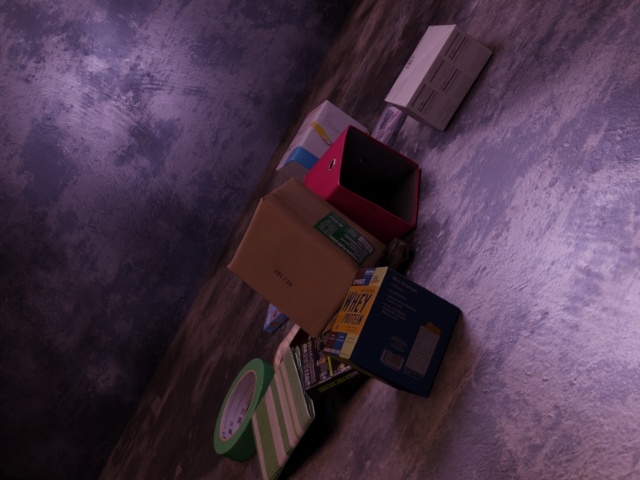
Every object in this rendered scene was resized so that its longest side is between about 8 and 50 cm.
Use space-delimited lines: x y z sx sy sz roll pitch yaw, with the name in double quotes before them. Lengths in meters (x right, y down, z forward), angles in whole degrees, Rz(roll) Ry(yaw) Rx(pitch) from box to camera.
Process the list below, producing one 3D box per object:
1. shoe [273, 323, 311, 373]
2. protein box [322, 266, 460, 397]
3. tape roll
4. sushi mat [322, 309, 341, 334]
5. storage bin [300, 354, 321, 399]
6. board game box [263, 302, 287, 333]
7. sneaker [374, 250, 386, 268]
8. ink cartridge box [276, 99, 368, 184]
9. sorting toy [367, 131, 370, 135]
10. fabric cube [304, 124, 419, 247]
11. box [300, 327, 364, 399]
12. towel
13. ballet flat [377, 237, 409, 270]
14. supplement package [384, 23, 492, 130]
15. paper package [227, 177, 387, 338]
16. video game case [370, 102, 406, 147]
"shoe" -0.078 0.319 1.953 0.219 0.076 0.058 -63 13 -12
"protein box" 0.149 0.189 1.339 0.201 0.200 0.136 -66 19 -14
"tape roll" -0.234 0.541 2.049 0.321 0.077 0.321 -52 20 27
"sushi mat" 0.040 0.197 1.904 0.151 0.019 0.316 -53 20 21
"storage bin" -0.032 0.375 1.741 0.135 0.098 0.091 8 81 71
"board game box" -0.128 0.218 2.290 0.211 0.039 0.160 -44 25 40
"sneaker" 0.158 0.054 1.764 0.118 0.042 0.067 -18 50 54
"ink cartridge box" 0.005 -0.337 2.363 0.270 0.197 0.198 -62 16 -15
"sorting toy" 0.073 -0.289 2.487 0.307 0.041 0.229 -26 39 60
"fabric cube" 0.101 -0.119 1.824 0.258 0.259 0.254 -43 27 45
"box" 0.041 0.292 1.611 0.184 0.045 0.191 -26 27 8
"towel" -0.103 0.474 1.696 0.325 0.038 0.248 -63 28 31
"ballet flat" 0.160 0.106 1.679 0.250 0.058 0.084 -60 10 18
"supplement package" 0.343 -0.482 1.885 0.262 0.145 0.204 -58 19 9
"paper package" -0.044 0.046 1.694 0.168 0.325 0.309 -43 -11 -46
"video game case" 0.245 -0.417 2.246 0.274 0.026 0.196 -62 18 -5
